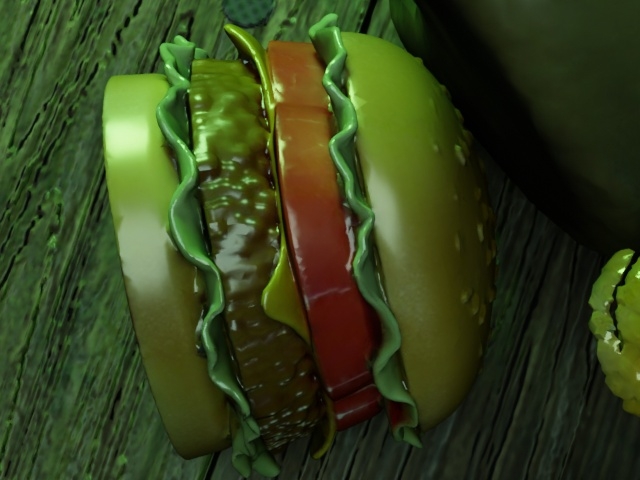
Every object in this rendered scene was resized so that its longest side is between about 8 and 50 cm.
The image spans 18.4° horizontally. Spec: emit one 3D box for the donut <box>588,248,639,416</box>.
[{"bbox_3d":[0.236,0.191,1.030,0.377,0.163,0.435,39,118,17],"label":"donut"}]

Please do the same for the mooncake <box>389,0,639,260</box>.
[{"bbox_3d":[0.143,-0.193,1.142,0.246,0.394,0.393,-31,114,0],"label":"mooncake"}]

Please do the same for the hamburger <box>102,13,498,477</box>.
[{"bbox_3d":[0.000,0.000,1.190,0.212,0.274,0.274,-10,83,4],"label":"hamburger"}]
